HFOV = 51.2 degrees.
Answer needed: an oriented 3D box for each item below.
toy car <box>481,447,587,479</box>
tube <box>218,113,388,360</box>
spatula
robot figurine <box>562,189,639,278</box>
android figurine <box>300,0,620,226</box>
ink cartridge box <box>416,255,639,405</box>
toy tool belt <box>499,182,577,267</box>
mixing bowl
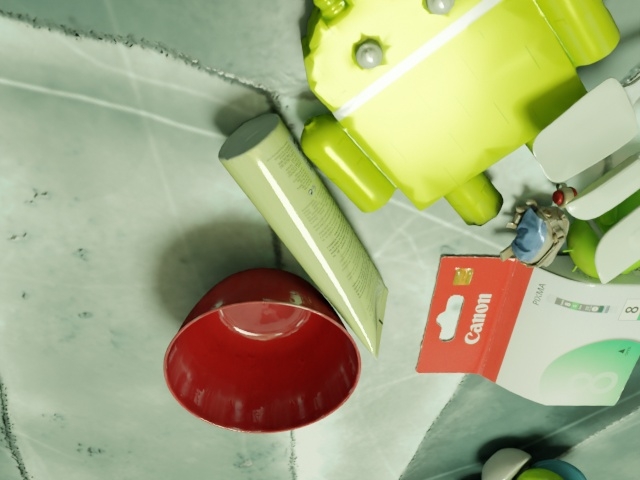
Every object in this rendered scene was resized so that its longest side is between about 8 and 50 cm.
[{"bbox_3d":[0.282,0.355,0.868,0.136,0.159,0.182,-14,137,-39],"label":"toy car"},{"bbox_3d":[0.000,0.000,0.597,0.070,0.062,0.240,-45,121,-14],"label":"tube"},{"bbox_3d":[0.296,-0.091,0.536,0.242,0.019,0.168,-37,114,3],"label":"spatula"},{"bbox_3d":[0.282,-0.007,0.618,0.115,0.067,0.101,-29,138,14],"label":"robot figurine"},{"bbox_3d":[0.097,-0.127,0.523,0.248,0.056,0.273,-32,125,19],"label":"android figurine"},{"bbox_3d":[0.228,0.099,0.709,0.224,0.056,0.181,0,127,-6],"label":"ink cartridge box"},{"bbox_3d":[0.200,-0.013,0.620,0.051,0.052,0.083,0,127,-15],"label":"toy tool belt"},{"bbox_3d":[-0.056,0.094,0.652,0.181,0.098,0.181,-2,127,-3],"label":"mixing bowl"}]
